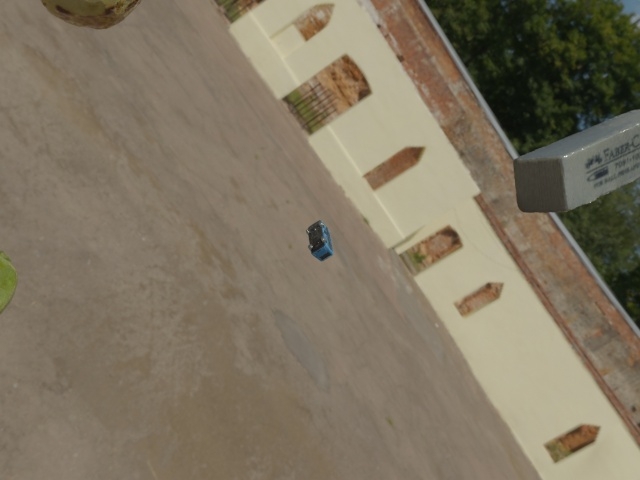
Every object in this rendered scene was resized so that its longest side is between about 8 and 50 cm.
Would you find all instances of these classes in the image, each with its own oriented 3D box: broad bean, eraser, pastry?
[{"bbox_3d":[-0.569,0.078,0.986,0.174,0.124,0.082,43,-20,41],"label":"broad bean"},{"bbox_3d":[0.529,-0.153,1.115,0.077,0.353,0.111,36,-35,60],"label":"eraser"},{"bbox_3d":[-0.436,-0.541,1.199,0.170,0.256,0.236,21,-35,14],"label":"pastry"}]

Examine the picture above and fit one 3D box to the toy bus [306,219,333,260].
[{"bbox_3d":[0.000,0.000,1.211,0.046,0.038,0.083,43,24,-36],"label":"toy bus"}]
